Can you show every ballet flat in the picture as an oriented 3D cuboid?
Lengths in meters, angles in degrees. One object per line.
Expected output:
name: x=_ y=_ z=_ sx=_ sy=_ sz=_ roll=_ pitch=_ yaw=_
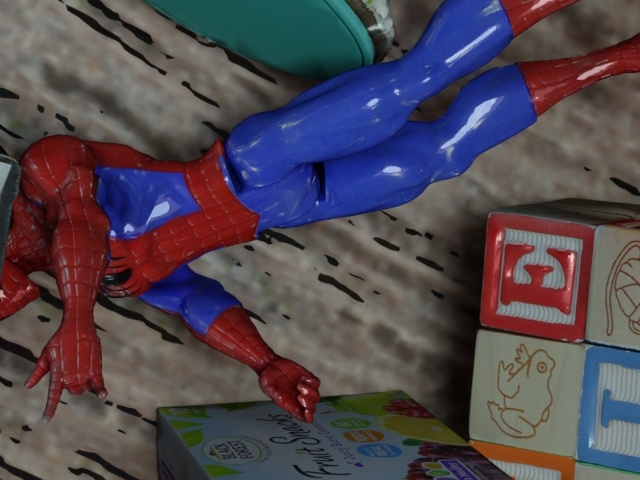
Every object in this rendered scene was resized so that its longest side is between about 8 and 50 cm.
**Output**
ballet flat: x=-0.072 y=-0.136 z=0.666 sx=0.241 sy=0.091 sz=0.077 roll=24 pitch=63 yaw=-22

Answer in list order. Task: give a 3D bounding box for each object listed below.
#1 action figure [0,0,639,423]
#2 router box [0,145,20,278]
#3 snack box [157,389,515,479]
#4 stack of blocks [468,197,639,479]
action figure: x=0.000 y=0.000 z=0.652 sx=0.280 sy=0.139 sz=0.091 roll=-18 pitch=142 yaw=7
router box: x=-0.168 y=0.105 z=0.588 sx=0.081 sy=0.243 sz=0.309 roll=9 pitch=95 yaw=-17
snack box: x=0.003 y=0.088 z=0.684 sx=0.100 sy=0.141 sz=0.037 roll=-4 pitch=100 yaw=-15
stack of blocks: x=0.142 y=0.141 z=0.711 sx=0.171 sy=0.087 sz=0.297 roll=7 pitch=98 yaw=27
